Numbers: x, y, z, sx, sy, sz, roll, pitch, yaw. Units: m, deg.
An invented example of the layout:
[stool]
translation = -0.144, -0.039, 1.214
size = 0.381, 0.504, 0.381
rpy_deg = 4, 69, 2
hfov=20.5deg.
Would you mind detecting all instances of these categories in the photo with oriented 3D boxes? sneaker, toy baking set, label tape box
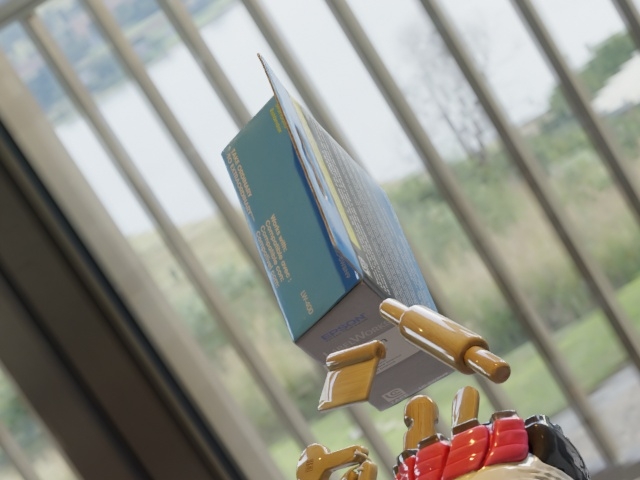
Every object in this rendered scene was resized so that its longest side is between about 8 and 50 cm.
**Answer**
[sneaker]
translation = 0.130, 0.202, 0.963
size = 0.121, 0.299, 0.112
rpy_deg = -26, 53, 20
[toy baking set]
translation = 0.065, 0.148, 1.261
size = 0.256, 0.030, 0.196
rpy_deg = 20, 88, 58
[label tape box]
translation = 0.000, 0.000, 1.759
size = 0.106, 0.334, 0.240
rpy_deg = -29, 58, 11
